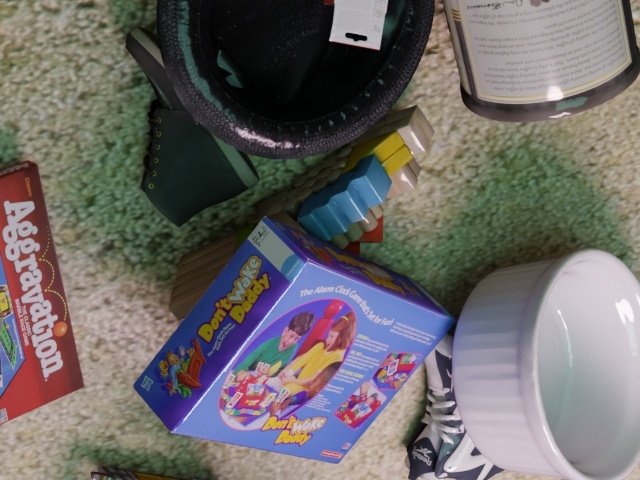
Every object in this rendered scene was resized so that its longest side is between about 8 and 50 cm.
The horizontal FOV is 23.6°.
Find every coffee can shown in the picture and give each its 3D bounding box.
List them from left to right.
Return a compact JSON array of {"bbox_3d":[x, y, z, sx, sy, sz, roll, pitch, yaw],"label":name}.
[{"bbox_3d":[0.222,-0.293,1.628,0.201,0.201,0.275,-21,120,-8],"label":"coffee can"}]

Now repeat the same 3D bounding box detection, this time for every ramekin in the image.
[{"bbox_3d":[0.277,0.151,1.814,0.277,0.135,0.277,7,80,-47],"label":"ramekin"}]

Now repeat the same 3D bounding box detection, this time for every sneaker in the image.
[{"bbox_3d":[-0.174,-0.120,1.693,0.118,0.083,0.222,-33,109,4],"label":"sneaker"},{"bbox_3d":[0.150,0.223,1.883,0.153,0.094,0.235,-42,123,-9],"label":"sneaker"}]

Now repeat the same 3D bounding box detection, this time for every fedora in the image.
[{"bbox_3d":[-0.043,-0.250,1.637,0.334,0.152,0.334,-3,96,-25],"label":"fedora"}]

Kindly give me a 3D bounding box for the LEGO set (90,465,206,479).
[{"bbox_3d":[-0.200,0.410,1.765,0.192,0.255,0.331,13,102,-24],"label":"LEGO set"}]

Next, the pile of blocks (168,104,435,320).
[{"bbox_3d":[0.000,0.000,1.743,0.362,0.149,0.112,-37,116,-1],"label":"pile of blocks"}]

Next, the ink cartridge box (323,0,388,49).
[{"bbox_3d":[0.038,-0.257,1.574,0.063,0.029,0.115,7,93,-27],"label":"ink cartridge box"}]

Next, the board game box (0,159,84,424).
[{"bbox_3d":[-0.353,0.065,1.693,0.145,0.027,0.281,-24,119,-32],"label":"board game box"}]

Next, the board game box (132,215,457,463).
[{"bbox_3d":[-0.017,0.123,1.706,0.233,0.078,0.347,-51,148,10],"label":"board game box"}]
